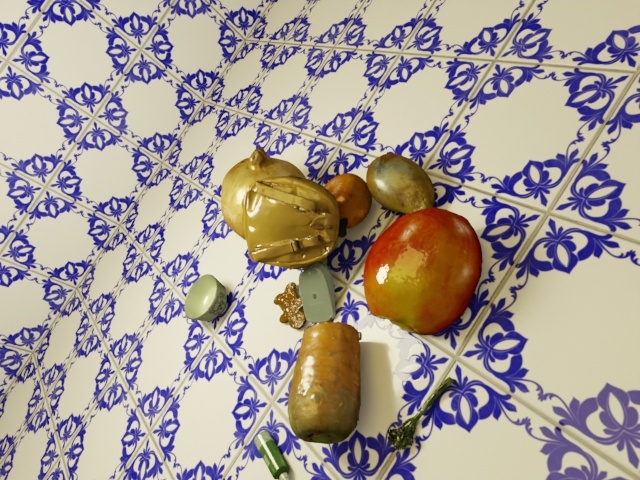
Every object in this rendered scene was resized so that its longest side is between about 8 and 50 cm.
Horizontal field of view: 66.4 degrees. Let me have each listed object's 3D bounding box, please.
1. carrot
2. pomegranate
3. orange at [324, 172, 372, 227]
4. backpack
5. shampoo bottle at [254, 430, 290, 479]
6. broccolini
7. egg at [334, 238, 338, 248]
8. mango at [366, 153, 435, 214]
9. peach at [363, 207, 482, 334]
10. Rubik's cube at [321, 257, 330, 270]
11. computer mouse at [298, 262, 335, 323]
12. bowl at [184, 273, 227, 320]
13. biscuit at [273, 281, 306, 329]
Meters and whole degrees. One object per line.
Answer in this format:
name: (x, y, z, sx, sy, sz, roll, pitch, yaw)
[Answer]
carrot: (0.016, 0.439, 1.515, 0.224, 0.224, 0.340, -21, 48, 31)
pomegranate: (-0.231, -0.192, 2.008, 0.410, 0.410, 0.410, -22, 51, 31)
orange: (0.091, -0.144, 1.858, 0.224, 0.170, 0.224, -29, 37, 25)
backpack: (-0.101, -0.057, 1.752, 0.378, 0.201, 0.353, 12, 110, 17)
shampoo bottle: (-0.150, 0.721, 1.602, 0.065, 0.065, 0.204, -52, 42, 3)
broccolini: (0.281, 0.482, 1.373, 0.071, 0.057, 0.254, 37, 96, 5)
egg: (0.000, 0.000, 1.888, 0.152, 0.114, 0.114, -18, 53, 37)
mango: (0.287, -0.190, 1.735, 0.193, 0.146, 0.316, -50, 52, 10)
peach: (0.309, 0.077, 1.471, 0.306, 0.242, 0.380, 2, 65, 48)
Rubik's cube: (-0.004, 0.096, 1.860, 0.075, 0.084, 0.073, -13, 51, 14)
computer mouse: (-0.008, 0.189, 1.789, 0.128, 0.079, 0.231, -11, 86, 29)
bowl: (-0.490, 0.266, 2.162, 0.211, 0.112, 0.211, -23, 50, 31)
biscuit: (-0.108, 0.263, 1.878, 0.138, 0.031, 0.205, -46, 43, 10)
